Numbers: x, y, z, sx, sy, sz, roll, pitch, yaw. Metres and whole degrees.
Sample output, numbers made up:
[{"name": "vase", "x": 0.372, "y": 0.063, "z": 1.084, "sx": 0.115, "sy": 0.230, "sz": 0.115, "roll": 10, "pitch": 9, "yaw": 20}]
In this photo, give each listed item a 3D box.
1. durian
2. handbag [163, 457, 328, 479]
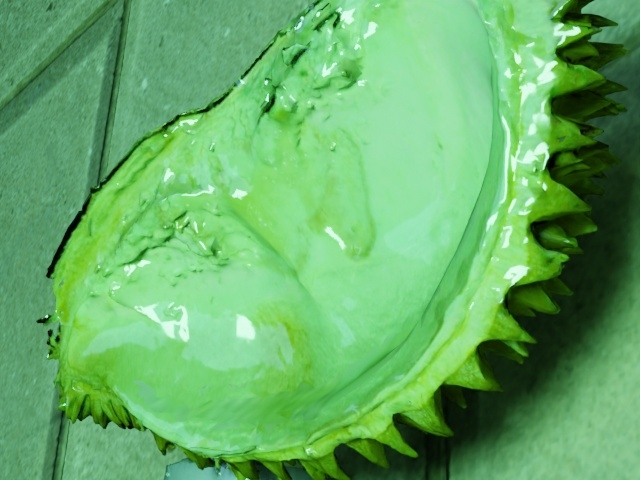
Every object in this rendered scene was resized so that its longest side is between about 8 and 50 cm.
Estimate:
[{"name": "durian", "x": -0.002, "y": 0.007, "z": 0.782, "sx": 0.394, "sy": 0.198, "sz": 0.163, "roll": -30, "pitch": 23, "yaw": 30}, {"name": "handbag", "x": -0.045, "y": 0.191, "z": 0.877, "sx": 0.117, "sy": 0.095, "sz": 0.173, "roll": -8, "pitch": 69, "yaw": 44}]
